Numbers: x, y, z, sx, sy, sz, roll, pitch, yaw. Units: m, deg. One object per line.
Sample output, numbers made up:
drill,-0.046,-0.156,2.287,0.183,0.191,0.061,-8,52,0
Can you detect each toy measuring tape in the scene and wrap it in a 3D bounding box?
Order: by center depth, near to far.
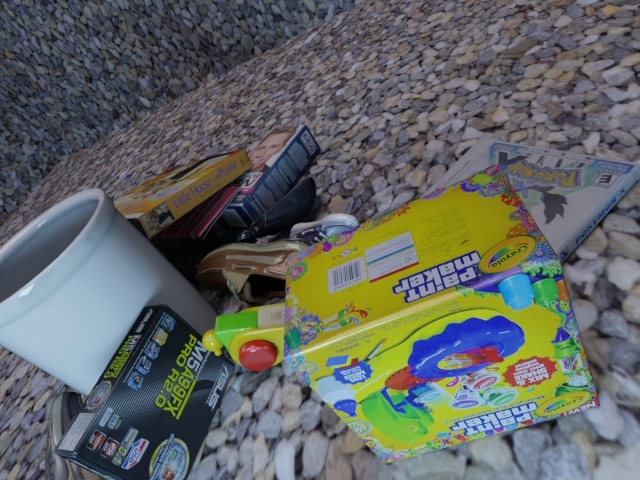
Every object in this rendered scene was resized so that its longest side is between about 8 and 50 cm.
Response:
toy measuring tape,-0.054,0.176,0.871,0.331,0.121,0.121,-8,37,-1

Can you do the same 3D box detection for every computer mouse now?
computer mouse,-0.099,-0.051,1.156,0.272,0.072,0.188,-44,1,-19

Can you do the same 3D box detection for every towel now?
towel,-0.362,-0.074,1.272,0.275,0.031,0.198,0,47,37

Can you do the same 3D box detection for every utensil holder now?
utensil holder,-0.439,0.143,0.951,0.328,0.385,0.327,-23,36,17

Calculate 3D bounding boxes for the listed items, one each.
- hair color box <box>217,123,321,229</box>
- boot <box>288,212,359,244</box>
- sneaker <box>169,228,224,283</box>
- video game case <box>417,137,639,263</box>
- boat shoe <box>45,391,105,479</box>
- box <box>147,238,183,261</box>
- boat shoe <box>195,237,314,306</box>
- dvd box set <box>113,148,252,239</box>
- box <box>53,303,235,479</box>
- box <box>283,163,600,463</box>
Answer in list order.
hair color box,-0.164,-0.189,1.364,0.174,0.105,0.347,3,49,41
boot,0.000,0.000,1.045,0.190,0.069,0.086,-13,46,41
sneaker,-0.319,0.014,1.273,0.130,0.109,0.286,-14,43,9
video game case,0.336,-0.068,0.861,0.300,0.036,0.329,-43,36,-11
boat shoe,-0.416,0.418,0.835,0.355,0.130,0.132,47,126,46
box,-0.507,-0.006,1.429,0.153,0.108,0.207,13,57,48
boat shoe,-0.152,0.078,1.024,0.324,0.122,0.119,-12,45,30
dvd box set,-0.418,-0.118,1.233,0.308,0.062,0.420,-5,27,33
box,-0.280,0.280,0.803,0.060,0.216,0.270,-11,40,33
box,0.149,0.110,0.592,0.290,0.279,0.177,-24,36,17
